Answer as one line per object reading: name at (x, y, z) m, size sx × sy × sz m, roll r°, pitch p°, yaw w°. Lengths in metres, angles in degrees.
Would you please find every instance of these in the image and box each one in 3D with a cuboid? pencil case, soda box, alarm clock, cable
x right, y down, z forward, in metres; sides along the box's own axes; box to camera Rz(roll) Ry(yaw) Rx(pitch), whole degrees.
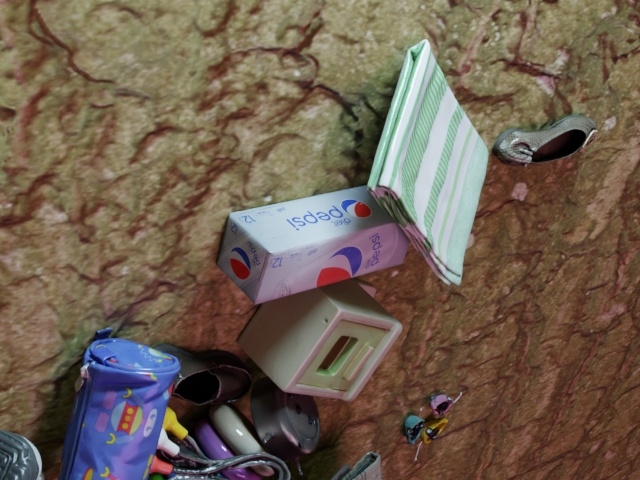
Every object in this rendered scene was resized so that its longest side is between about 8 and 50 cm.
pencil case at (-0.280, 0.275, 1.601) m, size 0.133 × 0.119 × 0.306 m, roll 10°, pitch 100°, yaw -35°
soda box at (0.000, 0.000, 1.729) m, size 0.286 × 0.098 × 0.091 m, roll -14°, pitch 134°, yaw -41°
alarm clock at (-0.049, 0.247, 1.863) m, size 0.064 × 0.192 × 0.129 m, roll -24°, pitch 134°, yaw 19°
cable at (-0.178, 0.316, 1.726) m, size 0.072 × 0.287 × 0.139 m, roll -34°, pitch -148°, yaw 65°

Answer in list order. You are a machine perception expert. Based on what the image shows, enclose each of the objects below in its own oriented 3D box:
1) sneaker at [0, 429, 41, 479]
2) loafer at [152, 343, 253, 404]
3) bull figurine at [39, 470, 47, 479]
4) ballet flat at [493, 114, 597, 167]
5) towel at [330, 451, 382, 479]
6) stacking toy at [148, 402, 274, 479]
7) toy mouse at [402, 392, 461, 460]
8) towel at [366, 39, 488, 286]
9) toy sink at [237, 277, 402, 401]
sneaker at (-0.505, 0.370, 1.525) m, size 0.385 × 0.145 × 0.147 m, roll -36°, pitch 155°, yaw -1°
loafer at (-0.169, 0.207, 1.765) m, size 0.220 × 0.078 × 0.080 m, roll 16°, pitch 112°, yaw -53°
bull figurine at (-0.436, 0.449, 1.635) m, size 0.310 × 0.101 × 0.188 m, roll -68°, pitch 157°, yaw -13°
ballet flat at (0.383, -0.157, 2.031) m, size 0.250 × 0.058 × 0.084 m, roll -10°, pitch 132°, yaw -42°
towel at (0.001, 0.550, 2.141) m, size 0.312 × 0.056 × 0.324 m, roll -35°, pitch 137°, yaw -34°
stacking toy at (-0.223, 0.398, 1.857) m, size 0.330 × 0.141 × 0.141 m, roll -43°, pitch 146°, yaw -1°
toy mouse at (0.201, 0.335, 2.346) m, size 0.161 × 0.031 × 0.143 m, roll -47°, pitch 147°, yaw -2°
towel at (0.166, -0.104, 1.761) m, size 0.325 × 0.038 × 0.247 m, roll 47°, pitch 54°, yaw -54°
toy sink at (0.019, 0.146, 1.865) m, size 0.152 × 0.131 × 0.234 m, roll -55°, pitch 146°, yaw 11°
